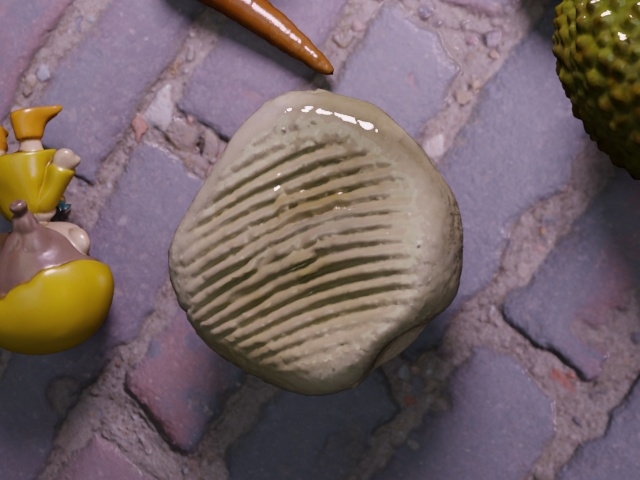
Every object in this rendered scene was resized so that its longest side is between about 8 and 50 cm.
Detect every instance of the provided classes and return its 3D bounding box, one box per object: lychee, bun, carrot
[{"bbox_3d":[0.392,-0.183,0.743,0.320,0.270,0.270,44,104,13],"label":"lychee"},{"bbox_3d":[0.000,0.000,0.881,0.349,0.227,0.352,-18,92,16],"label":"bun"},{"bbox_3d":[-0.111,-0.327,0.976,0.336,0.069,0.069,36,103,7],"label":"carrot"}]

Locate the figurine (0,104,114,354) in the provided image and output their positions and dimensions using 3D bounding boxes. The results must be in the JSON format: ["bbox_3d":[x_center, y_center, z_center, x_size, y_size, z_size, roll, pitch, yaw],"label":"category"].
[{"bbox_3d":[-0.414,-0.007,1.028,0.215,0.187,0.343,-17,85,40],"label":"figurine"}]
